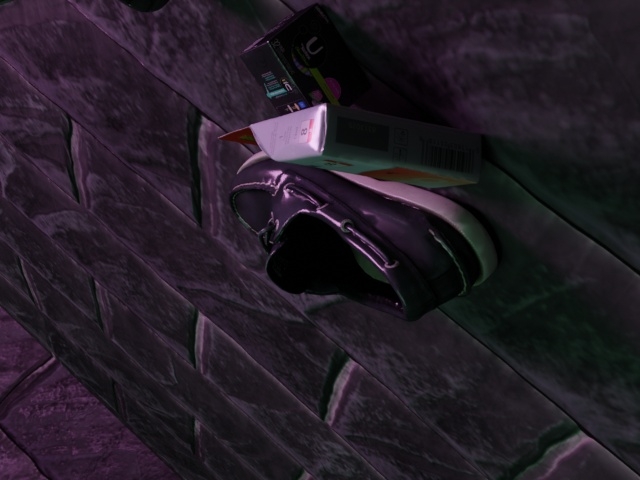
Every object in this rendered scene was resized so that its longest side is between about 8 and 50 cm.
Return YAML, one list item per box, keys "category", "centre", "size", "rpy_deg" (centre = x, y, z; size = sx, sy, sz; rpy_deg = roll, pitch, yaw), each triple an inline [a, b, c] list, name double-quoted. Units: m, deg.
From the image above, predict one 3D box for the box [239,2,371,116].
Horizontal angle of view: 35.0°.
- category: "box"
  centre: [-0.012, -0.138, 0.828]
  size: [0.083, 0.062, 0.052]
  rpy_deg: [54, 153, -17]

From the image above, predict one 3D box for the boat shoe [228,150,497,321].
- category: "boat shoe"
  centre: [0.002, 0.003, 0.952]
  size: [0.340, 0.113, 0.127]
  rpy_deg: [21, 146, 43]

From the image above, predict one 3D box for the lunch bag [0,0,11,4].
- category: "lunch bag"
  centre: [-0.202, -0.319, 0.536]
  size: [0.256, 0.212, 0.305]
  rpy_deg: [63, -167, -61]

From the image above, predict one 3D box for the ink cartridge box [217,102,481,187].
- category: "ink cartridge box"
  centre: [0.016, -0.066, 0.810]
  size: [0.179, 0.145, 0.045]
  rpy_deg: [-9, 76, 58]

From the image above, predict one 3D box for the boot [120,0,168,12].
- category: "boot"
  centre: [-0.233, -0.301, 0.938]
  size: [0.246, 0.083, 0.161]
  rpy_deg: [41, 173, -11]
